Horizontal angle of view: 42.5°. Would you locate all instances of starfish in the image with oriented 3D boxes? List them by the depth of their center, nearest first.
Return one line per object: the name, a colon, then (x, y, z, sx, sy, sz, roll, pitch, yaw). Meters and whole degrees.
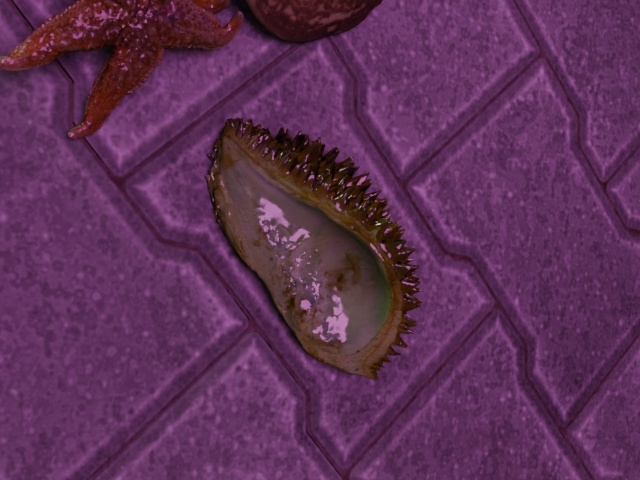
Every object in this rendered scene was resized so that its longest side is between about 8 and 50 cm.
starfish: (-0.225, -0.261, 0.921, 0.302, 0.060, 0.299, -54, 136, -4)

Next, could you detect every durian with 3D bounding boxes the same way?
durian: (0.001, -0.004, 1.087, 0.198, 0.163, 0.394, -36, 104, 15)

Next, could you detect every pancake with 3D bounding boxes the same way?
pancake: (0.006, -0.364, 1.047, 0.250, 0.031, 0.250, -22, 138, -21)

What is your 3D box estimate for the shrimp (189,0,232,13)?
shrimp: (-0.187, -0.333, 1.001, 0.190, 0.042, 0.101, 6, 93, -33)
